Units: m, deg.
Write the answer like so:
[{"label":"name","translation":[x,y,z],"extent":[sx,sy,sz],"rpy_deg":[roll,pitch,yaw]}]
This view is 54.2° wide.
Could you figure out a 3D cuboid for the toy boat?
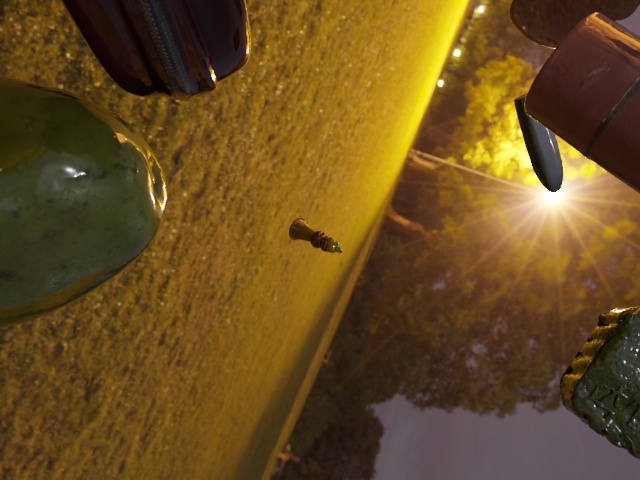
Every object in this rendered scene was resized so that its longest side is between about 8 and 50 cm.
[{"label":"toy boat","translation":[0.554,-0.243,1.574],"extent":[0.085,0.078,0.261],"rpy_deg":[-94,162,-81]}]

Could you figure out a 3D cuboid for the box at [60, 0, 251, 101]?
[{"label":"box","translation":[-0.157,-0.283,0.418],"extent":[0.263,0.108,0.404],"rpy_deg":[76,-9,-62]}]

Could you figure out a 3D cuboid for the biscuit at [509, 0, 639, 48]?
[{"label":"biscuit","translation":[0.493,-0.532,1.127],"extent":[0.376,0.269,0.051],"rpy_deg":[-57,-173,23]}]

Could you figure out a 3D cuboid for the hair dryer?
[{"label":"hair dryer","translation":[0.413,-0.196,0.677],"extent":[0.352,0.210,0.125],"rpy_deg":[-41,159,-18]}]

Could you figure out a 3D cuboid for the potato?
[{"label":"potato","translation":[-0.278,-0.026,0.491],"extent":[0.216,0.304,0.216],"rpy_deg":[179,-90,-88]}]

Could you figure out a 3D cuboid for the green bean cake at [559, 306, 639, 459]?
[{"label":"green bean cake","translation":[0.521,0.236,1.021],"extent":[0.214,0.200,0.113],"rpy_deg":[-54,174,-3]}]

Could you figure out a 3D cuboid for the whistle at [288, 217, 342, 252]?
[{"label":"whistle","translation":[-0.005,0.003,1.169],"extent":[0.046,0.109,0.057],"rpy_deg":[-44,145,-26]}]
